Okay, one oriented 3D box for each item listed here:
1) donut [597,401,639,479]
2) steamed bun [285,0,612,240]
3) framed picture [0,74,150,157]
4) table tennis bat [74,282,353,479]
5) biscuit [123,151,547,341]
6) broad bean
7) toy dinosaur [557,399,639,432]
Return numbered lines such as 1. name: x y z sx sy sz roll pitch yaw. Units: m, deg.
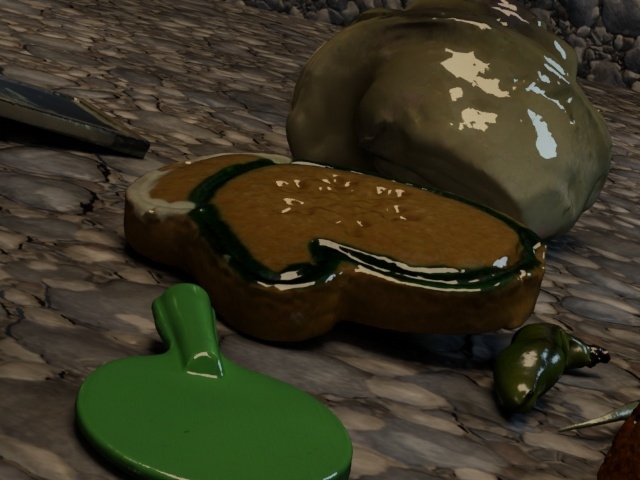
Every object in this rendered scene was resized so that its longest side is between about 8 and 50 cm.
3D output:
1. donut: 0.288 0.107 0.984 0.112 0.151 0.295 13 10 41
2. steamed bun: 0.145 -0.151 1.622 0.339 0.247 0.352 19 19 23
3. framed picture: -0.320 -0.144 1.523 0.260 0.023 0.189 14 10 -35
4. table tennis bat: -0.069 0.090 0.898 0.160 0.039 0.257 10 20 -16
5. biscuit: 0.000 -0.002 1.181 0.343 0.057 0.287 15 23 21
6. broad bean: 0.162 0.088 1.120 0.061 0.046 0.195 19 13 25
7. toy dinosaur: 0.249 0.128 1.078 0.180 0.037 0.058 13 -11 -39
